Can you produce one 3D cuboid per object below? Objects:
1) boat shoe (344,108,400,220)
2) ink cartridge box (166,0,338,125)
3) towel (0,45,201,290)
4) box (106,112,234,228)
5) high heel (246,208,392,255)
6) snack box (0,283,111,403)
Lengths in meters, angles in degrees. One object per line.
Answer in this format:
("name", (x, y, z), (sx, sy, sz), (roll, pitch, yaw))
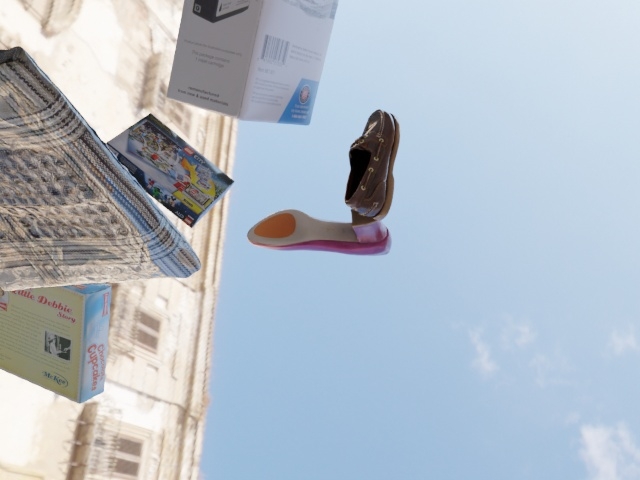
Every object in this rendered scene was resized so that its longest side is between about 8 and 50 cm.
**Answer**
("boat shoe", (0.081, -0.133, 1.070), (0.073, 0.073, 0.207), (-41, -145, 50))
("ink cartridge box", (-0.078, -0.329, 0.939), (0.129, 0.223, 0.307), (19, -76, 21))
("towel", (-0.329, -0.047, 0.674), (0.324, 0.312, 0.056), (-1, -125, 22))
("box", (-0.311, -0.148, 1.379), (0.044, 0.233, 0.159), (-48, -175, 37))
("high heel", (0.000, 0.000, 1.164), (0.244, 0.117, 0.082), (-11, -128, 10))
("snack box", (-0.490, 0.124, 1.093), (0.322, 0.060, 0.187), (15, -73, 22))
